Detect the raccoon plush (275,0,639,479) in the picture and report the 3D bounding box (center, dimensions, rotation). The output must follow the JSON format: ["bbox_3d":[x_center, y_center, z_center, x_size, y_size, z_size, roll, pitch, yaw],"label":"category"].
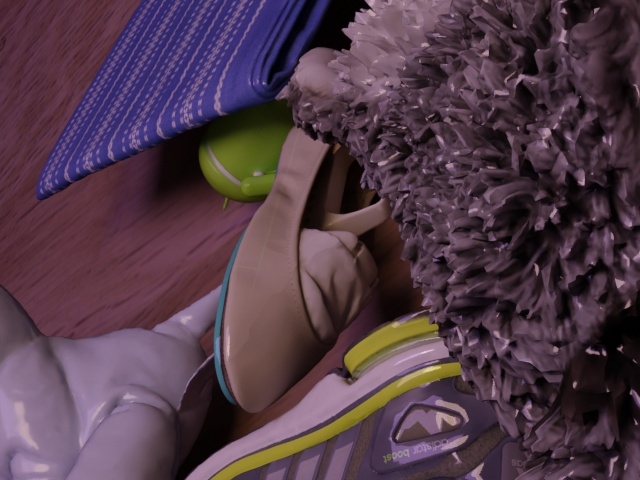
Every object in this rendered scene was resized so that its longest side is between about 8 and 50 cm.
[{"bbox_3d":[0.054,0.019,0.632,0.299,0.216,0.446,-21,29,55],"label":"raccoon plush"}]

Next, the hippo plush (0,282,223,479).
[{"bbox_3d":[-0.206,0.120,0.972,0.294,0.236,0.234,-62,6,19],"label":"hippo plush"}]

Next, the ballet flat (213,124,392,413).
[{"bbox_3d":[0.000,0.000,0.887,0.086,0.086,0.248,-44,20,36],"label":"ballet flat"}]

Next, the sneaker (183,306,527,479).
[{"bbox_3d":[0.011,0.155,0.820,0.300,0.111,0.121,-47,45,38],"label":"sneaker"}]

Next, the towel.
[{"bbox_3d":[-0.078,-0.154,1.099,0.336,0.040,0.243,-17,41,54],"label":"towel"}]

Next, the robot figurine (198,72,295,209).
[{"bbox_3d":[-0.040,-0.073,1.038,0.115,0.067,0.101,-48,36,33],"label":"robot figurine"}]
